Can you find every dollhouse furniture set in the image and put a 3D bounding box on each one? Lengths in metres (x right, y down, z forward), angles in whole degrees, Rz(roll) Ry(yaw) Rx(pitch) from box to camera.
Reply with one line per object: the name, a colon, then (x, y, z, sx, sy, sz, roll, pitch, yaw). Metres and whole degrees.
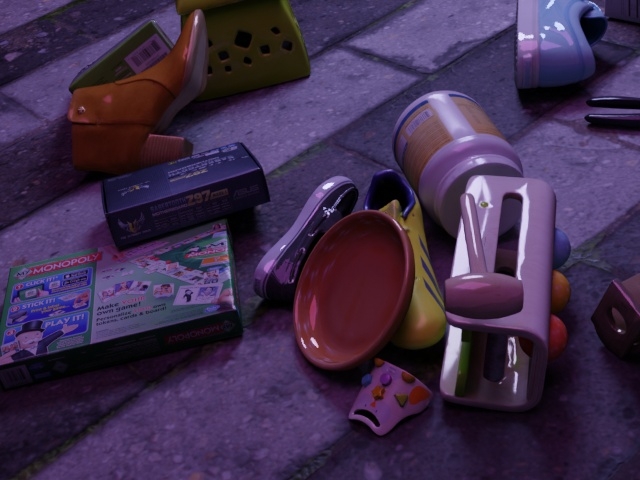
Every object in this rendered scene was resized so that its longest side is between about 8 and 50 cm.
dollhouse furniture set: (0.427, 0.094, 1.076, 0.182, 0.101, 0.161, -24, 62, -16)

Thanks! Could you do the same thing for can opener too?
can opener: (0.487, -0.190, 1.450, 0.186, 0.073, 0.059, -1, 76, 20)

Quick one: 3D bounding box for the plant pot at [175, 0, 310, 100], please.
plant pot: (-0.158, -0.416, 1.806, 0.228, 0.207, 0.227, -14, 37, -1)

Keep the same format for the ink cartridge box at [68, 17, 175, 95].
ink cartridge box: (-0.350, -0.313, 1.778, 0.189, 0.097, 0.255, -38, 18, 1)

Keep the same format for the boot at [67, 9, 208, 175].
boot: (-0.305, -0.250, 1.616, 0.211, 0.104, 0.295, 6, 78, 10)

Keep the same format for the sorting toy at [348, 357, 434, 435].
sorting toy: (0.069, 0.178, 1.092, 0.083, 0.045, 0.075, 22, 67, 38)

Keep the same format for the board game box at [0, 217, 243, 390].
board game box: (-0.269, 0.079, 1.313, 0.317, 0.046, 0.213, -13, 35, 0)

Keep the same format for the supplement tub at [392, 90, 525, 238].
supplement tub: (0.189, -0.102, 1.333, 0.144, 0.144, 0.199, -15, 36, -4)

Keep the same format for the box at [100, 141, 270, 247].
box: (-0.204, -0.073, 1.447, 0.233, 0.059, 0.183, -17, 22, -8)

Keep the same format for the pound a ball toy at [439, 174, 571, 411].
pound a ball toy: (0.214, 0.038, 1.085, 0.136, 0.208, 0.319, 6, 39, 10)

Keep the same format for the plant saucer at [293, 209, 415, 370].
plant saucer: (0.044, 0.062, 1.169, 0.200, 0.037, 0.200, -28, 50, 41)

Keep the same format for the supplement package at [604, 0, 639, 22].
supplement package: (0.651, -0.484, 1.660, 0.199, 0.198, 0.263, -36, 42, -30)

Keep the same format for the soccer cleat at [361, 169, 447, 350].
soccer cleat: (0.095, 0.019, 1.219, 0.093, 0.121, 0.289, -10, 36, 3)

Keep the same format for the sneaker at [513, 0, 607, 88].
sneaker: (0.407, -0.372, 1.659, 0.150, 0.135, 0.366, 4, 47, 9)

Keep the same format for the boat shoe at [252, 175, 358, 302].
boat shoe: (0.000, 0.000, 1.313, 0.076, 0.080, 0.228, 19, 47, 27)
